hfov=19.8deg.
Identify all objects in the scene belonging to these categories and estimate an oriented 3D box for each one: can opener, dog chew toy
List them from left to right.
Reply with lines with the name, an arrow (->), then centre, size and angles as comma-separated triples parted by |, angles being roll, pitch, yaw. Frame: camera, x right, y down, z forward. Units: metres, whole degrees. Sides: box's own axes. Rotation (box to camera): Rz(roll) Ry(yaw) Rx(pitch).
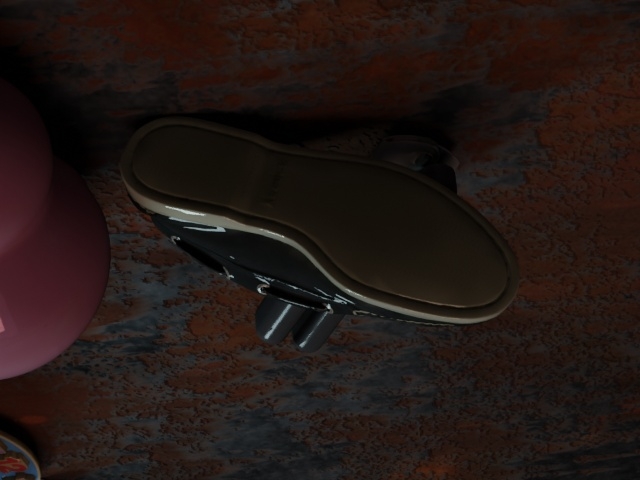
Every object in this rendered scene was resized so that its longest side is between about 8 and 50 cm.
dog chew toy -> -0.290, -0.042, 1.434 | 0.206, 0.206, 0.332 | -9, 135, 8
can opener -> 0.031, 0.018, 1.610 | 0.076, 0.095, 0.283 | 15, 133, -24

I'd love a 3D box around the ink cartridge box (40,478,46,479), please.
ink cartridge box -> -0.312, 0.307, 1.993 | 0.048, 0.083, 0.028 | -25, 138, 27

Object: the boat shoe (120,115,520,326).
boat shoe -> -0.002, 0.003, 1.510 | 0.340, 0.127, 0.113 | 15, 150, 9

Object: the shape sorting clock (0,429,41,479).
shape sorting clock -> -0.398, 0.240, 1.931 | 0.206, 0.040, 0.206 | -2, 144, -2
